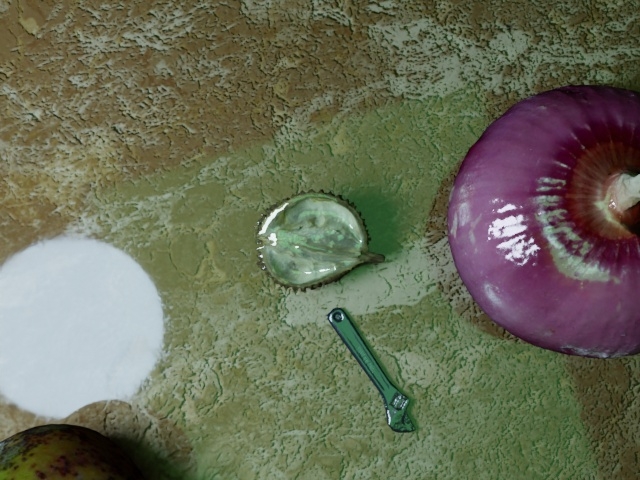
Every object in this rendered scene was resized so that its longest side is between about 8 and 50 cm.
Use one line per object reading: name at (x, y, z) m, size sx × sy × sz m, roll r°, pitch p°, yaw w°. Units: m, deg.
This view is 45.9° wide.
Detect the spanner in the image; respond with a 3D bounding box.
spanner at (0.073, 0.188, 1.089) m, size 0.046 × 0.012 × 0.208 m, roll -34°, pitch 85°, yaw 0°

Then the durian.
durian at (0.000, 0.000, 1.068) m, size 0.189 × 0.091 × 0.148 m, roll 14°, pitch 98°, yaw -1°

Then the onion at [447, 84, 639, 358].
onion at (0.359, -0.032, 0.961) m, size 0.358 × 0.345 × 0.358 m, roll 9°, pitch 73°, yaw -32°

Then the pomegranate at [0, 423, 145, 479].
pomegranate at (-0.303, 0.399, 0.981) m, size 0.341 × 0.285 × 0.285 m, roll 34°, pitch 87°, yaw -30°
